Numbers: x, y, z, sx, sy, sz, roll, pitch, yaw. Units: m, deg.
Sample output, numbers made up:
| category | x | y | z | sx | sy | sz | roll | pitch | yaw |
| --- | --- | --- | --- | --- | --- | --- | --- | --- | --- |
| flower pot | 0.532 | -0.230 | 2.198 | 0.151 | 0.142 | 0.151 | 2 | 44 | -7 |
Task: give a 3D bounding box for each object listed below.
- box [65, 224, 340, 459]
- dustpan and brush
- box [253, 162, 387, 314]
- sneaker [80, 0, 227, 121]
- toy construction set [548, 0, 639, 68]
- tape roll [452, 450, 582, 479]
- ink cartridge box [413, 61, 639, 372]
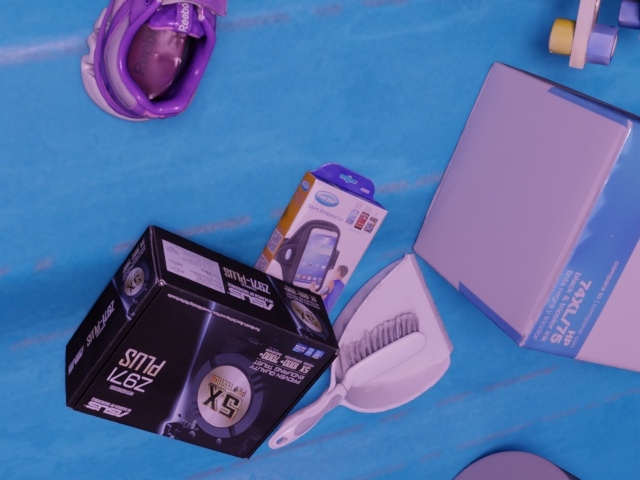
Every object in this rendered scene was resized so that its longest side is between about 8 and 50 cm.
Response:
| category | x | y | z | sx | sy | sz | roll | pitch | yaw |
| --- | --- | --- | --- | --- | --- | --- | --- | --- | --- |
| box | -0.101 | 0.091 | 0.767 | 0.180 | 0.077 | 0.147 | 25 | 116 | -31 |
| dustpan and brush | 0.034 | 0.126 | 0.868 | 0.211 | 0.060 | 0.147 | -31 | 122 | -7 |
| box | 0.000 | 0.000 | 0.814 | 0.081 | 0.028 | 0.136 | 22 | 106 | -29 |
| sneaker | -0.103 | -0.186 | 0.636 | 0.095 | 0.104 | 0.236 | 7 | 110 | -24 |
| toy construction set | 0.249 | -0.292 | 0.643 | 0.151 | 0.327 | 0.215 | 22 | 67 | 7 |
| tape roll | 0.206 | 0.337 | 0.950 | 0.072 | 0.219 | 0.219 | 33 | 98 | -33 |
| ink cartridge box | 0.270 | -0.011 | 0.823 | 0.270 | 0.198 | 0.197 | 14 | 107 | -27 |
